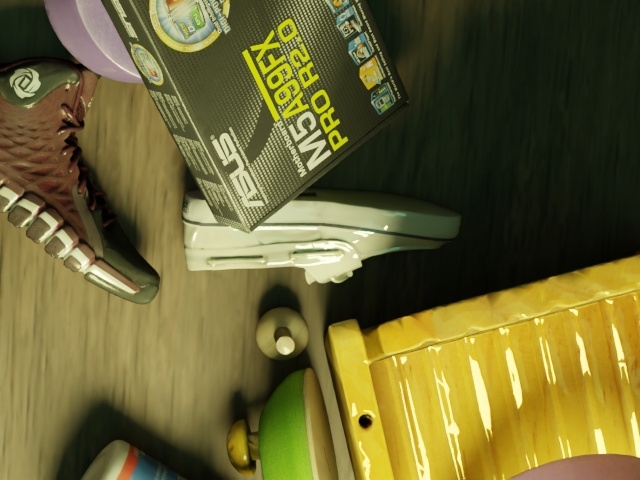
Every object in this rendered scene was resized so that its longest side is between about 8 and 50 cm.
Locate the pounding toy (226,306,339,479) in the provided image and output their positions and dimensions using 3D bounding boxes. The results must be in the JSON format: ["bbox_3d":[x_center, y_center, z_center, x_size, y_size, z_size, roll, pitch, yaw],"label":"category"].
[{"bbox_3d":[-0.052,0.194,1.598,0.110,0.183,0.237,-10,98,5],"label":"pounding toy"}]

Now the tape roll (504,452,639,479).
[{"bbox_3d":[0.247,0.332,1.630,0.274,0.090,0.275,-9,132,-10],"label":"tape roll"}]

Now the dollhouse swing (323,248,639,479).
[{"bbox_3d":[0.207,0.159,1.557,0.346,0.305,0.315,-14,100,-6],"label":"dollhouse swing"}]

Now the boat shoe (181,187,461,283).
[{"bbox_3d":[0.000,0.000,1.611,0.267,0.096,0.088,1,103,-7],"label":"boat shoe"}]

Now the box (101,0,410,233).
[{"bbox_3d":[-0.056,-0.177,1.508,0.216,0.060,0.270,-39,121,-24],"label":"box"}]

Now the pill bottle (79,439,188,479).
[{"bbox_3d":[-0.137,0.299,1.623,0.221,0.124,0.124,34,93,-12],"label":"pill bottle"}]

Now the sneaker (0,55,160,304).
[{"bbox_3d":[-0.229,-0.076,1.564,0.281,0.106,0.162,39,89,-11],"label":"sneaker"}]

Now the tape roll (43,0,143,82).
[{"bbox_3d":[-0.153,-0.237,1.526,0.189,0.080,0.189,-3,96,-31],"label":"tape roll"}]
